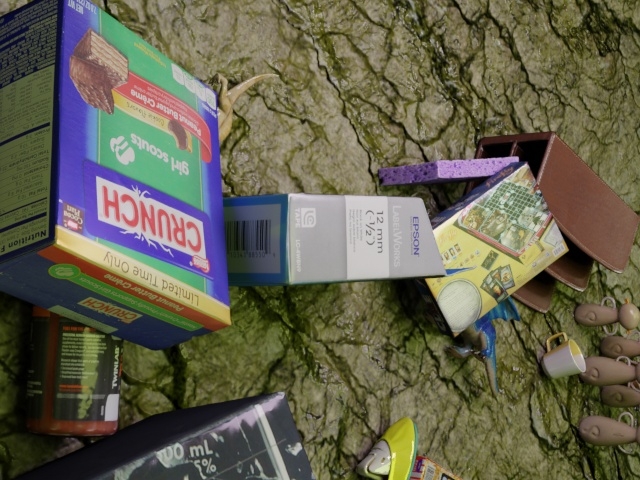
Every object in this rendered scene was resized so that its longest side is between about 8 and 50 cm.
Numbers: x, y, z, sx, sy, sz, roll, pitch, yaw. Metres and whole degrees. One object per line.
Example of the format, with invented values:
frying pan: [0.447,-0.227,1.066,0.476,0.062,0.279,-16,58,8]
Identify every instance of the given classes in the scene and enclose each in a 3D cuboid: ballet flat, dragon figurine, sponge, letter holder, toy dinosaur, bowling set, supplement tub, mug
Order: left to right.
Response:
supplement tub: [-0.275,0.120,1.253,0.106,0.106,0.198,8,83,-44]
toy dinosaur: [-0.135,-0.178,1.458,0.183,0.053,0.092,-58,141,-21]
ballet flat: [0.084,0.366,1.626,0.077,0.077,0.231,21,75,-25]
sponge: [0.203,-0.107,1.730,0.210,0.117,0.031,-5,90,-45]
dragon figurine: [0.260,0.118,1.788,0.144,0.085,0.289,-46,112,-26]
letter holder: [0.385,-0.015,1.886,0.302,0.152,0.214,35,66,-38]
mug: [0.430,0.212,1.977,0.062,0.064,0.078,53,27,-20]
bowling set: [0.592,0.241,2.073,0.200,0.154,0.287,-5,92,-45]

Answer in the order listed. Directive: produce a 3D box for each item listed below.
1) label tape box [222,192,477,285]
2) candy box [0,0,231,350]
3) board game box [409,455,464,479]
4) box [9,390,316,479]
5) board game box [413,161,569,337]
label tape box: [0.000,0.000,1.430,0.347,0.249,0.115,-3,90,-45]
candy box: [-0.229,-0.071,1.204,0.268,0.122,0.317,32,46,-50]
board game box: [0.187,0.439,1.738,0.193,0.045,0.147,37,63,-37]
box: [-0.208,0.462,1.108,0.480,0.297,0.472,-21,90,-41]
board game box: [0.250,0.011,1.689,0.243,0.042,0.165,-34,108,-19]
